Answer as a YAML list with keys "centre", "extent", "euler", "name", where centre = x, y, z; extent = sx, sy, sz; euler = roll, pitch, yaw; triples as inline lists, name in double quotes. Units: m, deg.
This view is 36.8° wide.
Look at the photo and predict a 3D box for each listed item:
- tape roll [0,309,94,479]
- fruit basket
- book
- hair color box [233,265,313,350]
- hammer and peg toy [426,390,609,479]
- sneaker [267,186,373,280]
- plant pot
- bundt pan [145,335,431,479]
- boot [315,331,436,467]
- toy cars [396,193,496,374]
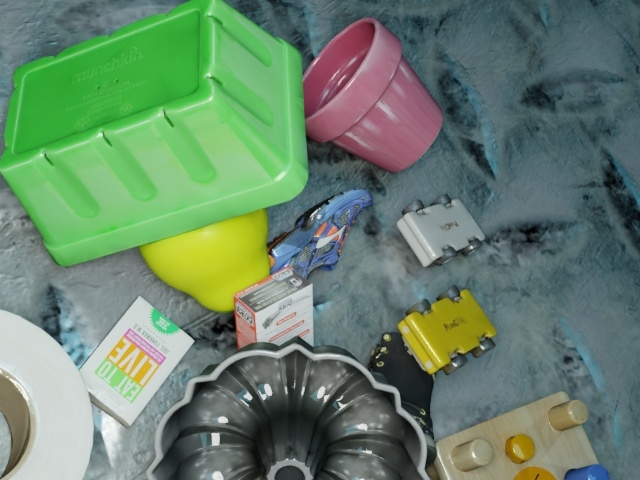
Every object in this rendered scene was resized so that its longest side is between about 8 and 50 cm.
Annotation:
- centre: [-0.408, 0.219, 1.083]
  extent: [0.286, 0.100, 0.286]
  euler: [14, 60, -27]
  name: "tape roll"
- centre: [-0.176, -0.084, 1.242]
  extent: [0.392, 0.392, 0.282]
  euler: [10, 55, -20]
  name: "fruit basket"
- centre: [-0.243, 0.157, 1.247]
  extent: [0.096, 0.035, 0.144]
  euler: [40, 57, -8]
  name: "book"
- centre: [-0.059, 0.127, 1.262]
  extent: [0.093, 0.167, 0.053]
  euler: [-26, 45, -31]
  name: "hair color box"
- centre: [0.322, 0.410, 1.328]
  extent: [0.266, 0.127, 0.361]
  euler: [-15, 75, -30]
  name: "hammer and peg toy"
- centre: [0.000, 0.000, 1.403]
  extent: [0.221, 0.083, 0.087]
  euler: [-40, 101, -26]
  name: "sneaker"
- centre: [0.079, -0.205, 1.462]
  extent: [0.180, 0.201, 0.201]
  euler: [37, 57, -24]
  name: "plant pot"
- centre: [-0.037, 0.261, 1.166]
  extent: [0.331, 0.124, 0.330]
  euler: [0, 104, -1]
  name: "bundt pan"
- centre: [0.058, 0.194, 1.315]
  extent: [0.236, 0.085, 0.178]
  euler: [27, 40, -10]
  name: "boot"
- centre: [0.164, 0.065, 1.394]
  extent: [0.176, 0.087, 0.393]
  euler: [35, 34, -23]
  name: "toy cars"
